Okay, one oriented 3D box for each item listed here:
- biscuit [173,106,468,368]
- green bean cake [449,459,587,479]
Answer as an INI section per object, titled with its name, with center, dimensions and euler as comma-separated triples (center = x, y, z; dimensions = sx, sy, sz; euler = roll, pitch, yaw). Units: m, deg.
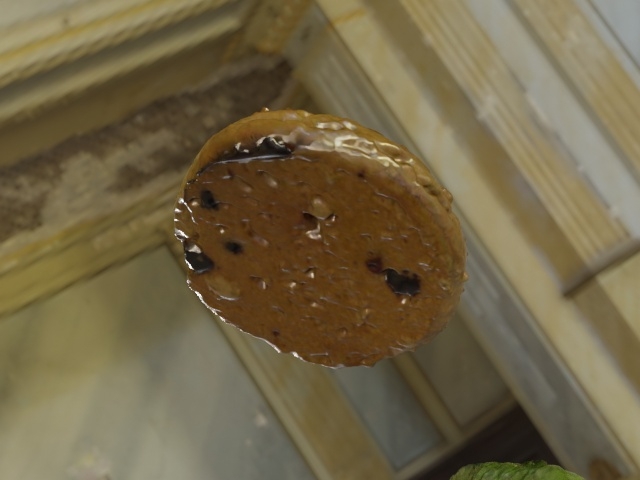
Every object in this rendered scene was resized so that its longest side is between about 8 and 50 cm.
[biscuit]
center = 0.001, -0.001, 1.387
dimensions = 0.296, 0.296, 0.075
euler = -47, 14, 47
[green bean cake]
center = 0.123, 0.258, 1.037
dimensions = 0.200, 0.113, 0.214
euler = -62, 12, -15
